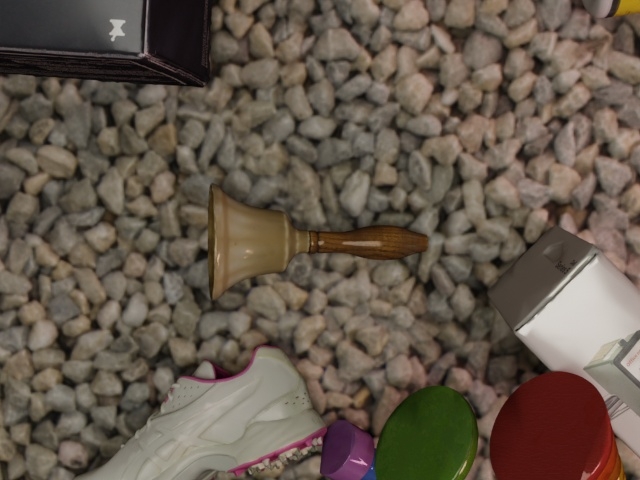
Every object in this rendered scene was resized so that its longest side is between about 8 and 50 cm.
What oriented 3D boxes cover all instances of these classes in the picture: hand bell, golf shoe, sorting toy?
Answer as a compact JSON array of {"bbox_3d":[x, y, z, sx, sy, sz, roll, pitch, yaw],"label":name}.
[{"bbox_3d":[0.000,0.000,0.935,0.241,0.126,0.126,-1,97,-10],"label":"hand bell"},{"bbox_3d":[-0.149,0.217,0.962,0.306,0.115,0.140,-20,76,5],"label":"golf shoe"},{"bbox_3d":[0.158,0.227,0.868,0.126,0.365,0.127,35,56,-30],"label":"sorting toy"}]

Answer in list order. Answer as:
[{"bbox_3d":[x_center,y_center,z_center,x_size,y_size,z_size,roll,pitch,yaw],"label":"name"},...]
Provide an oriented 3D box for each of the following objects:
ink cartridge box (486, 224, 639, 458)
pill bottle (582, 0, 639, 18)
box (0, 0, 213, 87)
[{"bbox_3d":[0.313,0.126,0.875,0.273,0.198,0.115,44,97,-3],"label":"ink cartridge box"},{"bbox_3d":[0.365,-0.292,0.873,0.184,0.103,0.103,-9,96,3],"label":"pill bottle"},{"bbox_3d":[-0.268,-0.253,0.806,0.296,0.294,0.183,4,97,1],"label":"box"}]
